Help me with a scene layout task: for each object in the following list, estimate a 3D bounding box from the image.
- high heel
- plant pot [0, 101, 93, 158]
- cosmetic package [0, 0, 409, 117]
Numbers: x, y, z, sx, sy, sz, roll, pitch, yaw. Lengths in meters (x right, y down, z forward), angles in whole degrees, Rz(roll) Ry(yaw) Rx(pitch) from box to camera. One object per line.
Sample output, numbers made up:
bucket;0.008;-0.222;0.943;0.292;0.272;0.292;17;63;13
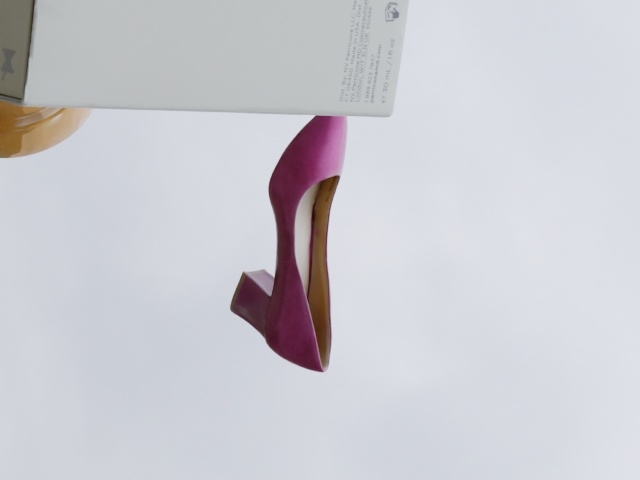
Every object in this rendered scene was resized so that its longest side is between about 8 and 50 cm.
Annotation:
high heel;0.000;0.000;1.675;0.117;0.082;0.244;34;-69;27
plant pot;-0.324;-0.217;1.820;0.188;0.205;0.205;98;-30;-62
cosmetic package;-0.104;-0.147;1.164;0.160;0.309;0.113;17;-77;43
